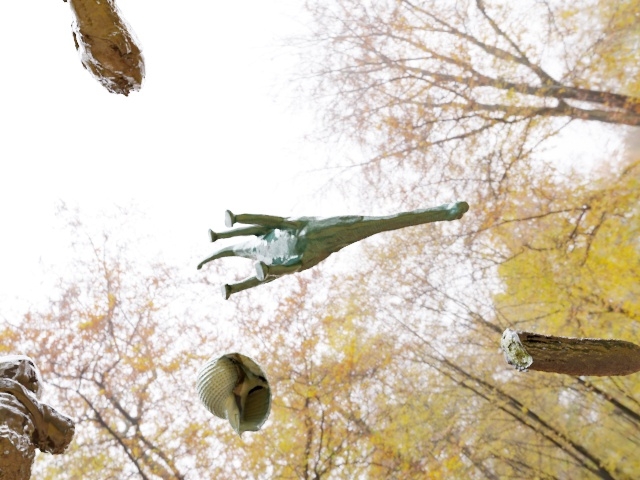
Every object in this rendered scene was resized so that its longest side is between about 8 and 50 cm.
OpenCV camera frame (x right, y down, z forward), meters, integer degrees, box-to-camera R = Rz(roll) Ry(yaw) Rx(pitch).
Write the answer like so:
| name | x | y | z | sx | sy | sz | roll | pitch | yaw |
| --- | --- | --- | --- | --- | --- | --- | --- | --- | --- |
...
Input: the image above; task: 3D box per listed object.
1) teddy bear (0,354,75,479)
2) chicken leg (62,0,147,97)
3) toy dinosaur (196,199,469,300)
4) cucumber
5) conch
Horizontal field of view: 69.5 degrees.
| name | x | y | z | sx | sy | sz | roll | pitch | yaw |
| --- | --- | --- | --- | --- | --- | --- | --- | --- | --- |
| teddy bear | -0.232 | 0.143 | 0.317 | 0.119 | 0.160 | 0.078 | 24 | -60 | -34 |
| chicken leg | -0.244 | -0.250 | 0.494 | 0.085 | 0.068 | 0.198 | -74 | -24 | -49 |
| toy dinosaur | 0.000 | 0.000 | 0.755 | 0.330 | 0.383 | 0.130 | -10 | -91 | -28 |
| cucumber | 0.416 | 0.184 | 0.733 | 0.245 | 0.067 | 0.067 | 6 | -67 | -4 |
| conch | -0.083 | 0.150 | 0.469 | 0.076 | 0.085 | 0.056 | -36 | -6 | 6 |
